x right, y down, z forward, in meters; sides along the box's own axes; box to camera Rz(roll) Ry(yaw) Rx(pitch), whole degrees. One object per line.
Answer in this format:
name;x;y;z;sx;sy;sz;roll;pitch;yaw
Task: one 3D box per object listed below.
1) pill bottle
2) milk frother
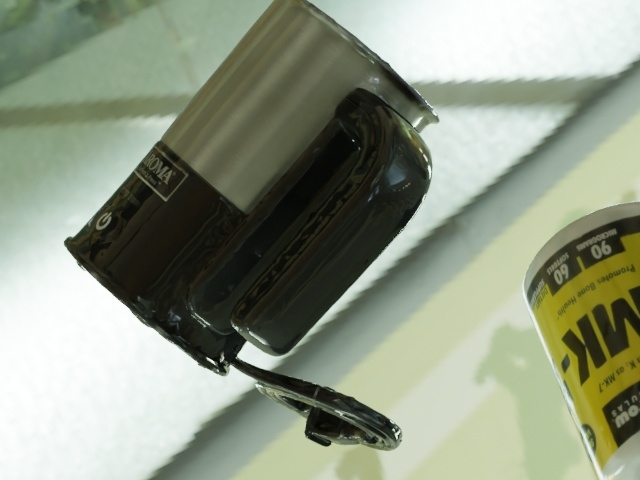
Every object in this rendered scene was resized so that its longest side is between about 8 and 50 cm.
pill bottle;0.204;0.089;1.004;0.119;0.119;0.208;-21;-127;3
milk frother;0.000;0.000;0.688;0.134;0.143;0.129;-50;-128;1
